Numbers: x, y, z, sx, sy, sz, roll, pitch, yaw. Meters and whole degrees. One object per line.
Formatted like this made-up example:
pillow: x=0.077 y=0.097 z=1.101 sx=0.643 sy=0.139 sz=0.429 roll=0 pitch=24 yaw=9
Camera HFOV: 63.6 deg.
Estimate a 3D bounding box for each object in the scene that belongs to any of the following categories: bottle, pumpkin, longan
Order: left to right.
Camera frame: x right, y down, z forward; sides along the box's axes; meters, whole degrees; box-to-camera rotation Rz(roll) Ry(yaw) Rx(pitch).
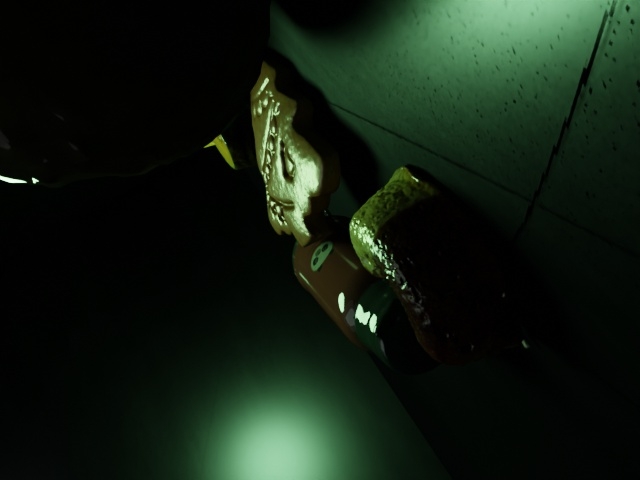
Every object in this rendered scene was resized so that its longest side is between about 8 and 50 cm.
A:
longan: x=-0.242 y=-0.232 z=0.515 sx=0.391 sy=0.391 sz=0.391 roll=57 pitch=174 yaw=9
pumpkin: x=-0.200 y=-0.297 z=1.111 sx=0.317 sy=0.139 sz=0.222 roll=55 pitch=171 yaw=0
bottle: x=0.064 y=0.069 z=0.724 sx=0.144 sy=0.143 sz=0.336 roll=60 pitch=174 yaw=-22

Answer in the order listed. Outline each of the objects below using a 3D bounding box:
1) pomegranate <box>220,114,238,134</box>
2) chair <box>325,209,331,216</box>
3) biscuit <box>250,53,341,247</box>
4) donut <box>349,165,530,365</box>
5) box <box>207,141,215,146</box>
pomegranate: x=-0.236 y=-0.266 z=0.865 sx=0.211 sy=0.211 sz=0.263 roll=59 pitch=-172 yaw=-9
chair: x=0.042 y=0.047 z=1.124 sx=0.213 sy=0.084 sz=0.101 roll=55 pitch=170 yaw=23
biscuit: x=-0.059 y=-0.140 z=0.768 sx=0.284 sy=0.043 sz=0.307 roll=137 pitch=118 yaw=-67
donut: x=0.092 y=0.015 z=0.507 sx=0.217 sy=0.085 sz=0.141 roll=54 pitch=173 yaw=50
box: x=-0.304 y=-0.322 z=1.355 sx=0.152 sy=0.269 sz=0.043 roll=63 pitch=-145 yaw=-31
